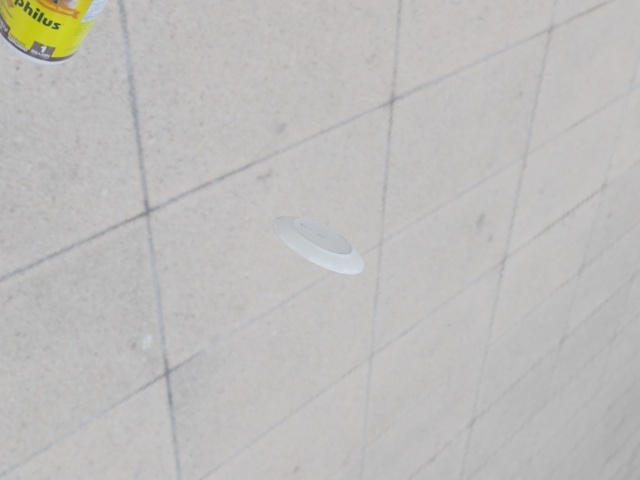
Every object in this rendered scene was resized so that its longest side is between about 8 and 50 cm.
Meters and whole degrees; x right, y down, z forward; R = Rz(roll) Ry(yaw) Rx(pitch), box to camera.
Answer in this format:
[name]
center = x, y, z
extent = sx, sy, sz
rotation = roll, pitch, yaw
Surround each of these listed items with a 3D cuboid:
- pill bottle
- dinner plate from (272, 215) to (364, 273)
[pill bottle]
center = -0.322, -0.328, 0.999
extent = 0.117, 0.117, 0.215
rotation = -15, 161, -46
[dinner plate]
center = 0.000, 0.000, 1.096
extent = 0.141, 0.141, 0.017
rotation = 1, 122, -52
